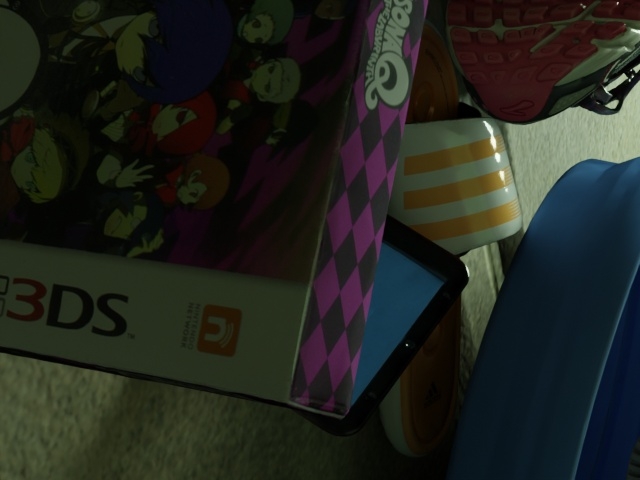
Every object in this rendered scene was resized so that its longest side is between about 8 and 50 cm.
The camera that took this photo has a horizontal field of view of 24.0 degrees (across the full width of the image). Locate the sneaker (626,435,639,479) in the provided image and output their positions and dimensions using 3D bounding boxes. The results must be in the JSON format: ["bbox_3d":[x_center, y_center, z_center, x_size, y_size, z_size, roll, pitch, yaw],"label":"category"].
[{"bbox_3d":[0.254,0.226,1.019,0.153,0.099,0.282,-30,128,-60],"label":"sneaker"}]

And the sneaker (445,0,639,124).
[{"bbox_3d":[0.158,-0.123,0.907,0.299,0.121,0.112,-44,138,-59],"label":"sneaker"}]

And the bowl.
[{"bbox_3d":[0.166,0.131,0.981,0.391,0.077,0.391,14,90,-69],"label":"bowl"}]

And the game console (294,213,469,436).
[{"bbox_3d":[0.000,0.000,0.725,0.144,0.085,0.124,-49,136,-44],"label":"game console"}]

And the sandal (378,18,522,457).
[{"bbox_3d":[0.081,0.003,0.870,0.102,0.076,0.265,-30,121,-54],"label":"sandal"}]

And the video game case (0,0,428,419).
[{"bbox_3d":[-0.066,-0.075,0.476,0.042,0.210,0.232,23,77,-59],"label":"video game case"}]
